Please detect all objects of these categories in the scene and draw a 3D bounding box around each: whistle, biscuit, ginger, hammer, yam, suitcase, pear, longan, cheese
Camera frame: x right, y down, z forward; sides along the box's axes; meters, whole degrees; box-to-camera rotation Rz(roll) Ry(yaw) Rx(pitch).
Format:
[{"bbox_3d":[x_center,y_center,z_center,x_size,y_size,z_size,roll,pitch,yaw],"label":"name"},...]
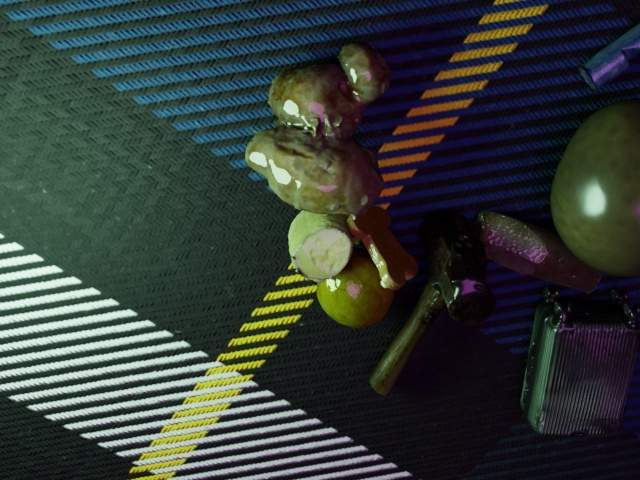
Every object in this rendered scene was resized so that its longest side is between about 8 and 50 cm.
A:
[{"bbox_3d":[0.606,-0.380,1.509,0.304,0.062,0.062,-35,111,9],"label":"whistle"},{"bbox_3d":[0.094,-0.018,1.562,0.035,0.158,0.240,-36,80,25],"label":"biscuit"},{"bbox_3d":[0.004,-0.198,1.457,0.245,0.155,0.304,9,92,8],"label":"ginger"},{"bbox_3d":[0.188,0.157,1.629,0.095,0.242,0.408,17,124,-17],"label":"hammer"},{"bbox_3d":[0.420,0.021,1.636,0.259,0.106,0.106,16,110,-13],"label":"yam"},{"bbox_3d":[0.527,0.252,1.721,0.202,0.128,0.312,2,113,-6],"label":"suitcase"},{"bbox_3d":[0.065,0.088,1.602,0.149,0.148,0.162,-25,139,5],"label":"pear"},{"bbox_3d":[0.564,-0.090,1.508,0.319,0.319,0.318,-2,112,-4],"label":"longan"},{"bbox_3d":[0.000,0.000,1.553,0.094,0.167,0.123,42,101,-17],"label":"cheese"}]
